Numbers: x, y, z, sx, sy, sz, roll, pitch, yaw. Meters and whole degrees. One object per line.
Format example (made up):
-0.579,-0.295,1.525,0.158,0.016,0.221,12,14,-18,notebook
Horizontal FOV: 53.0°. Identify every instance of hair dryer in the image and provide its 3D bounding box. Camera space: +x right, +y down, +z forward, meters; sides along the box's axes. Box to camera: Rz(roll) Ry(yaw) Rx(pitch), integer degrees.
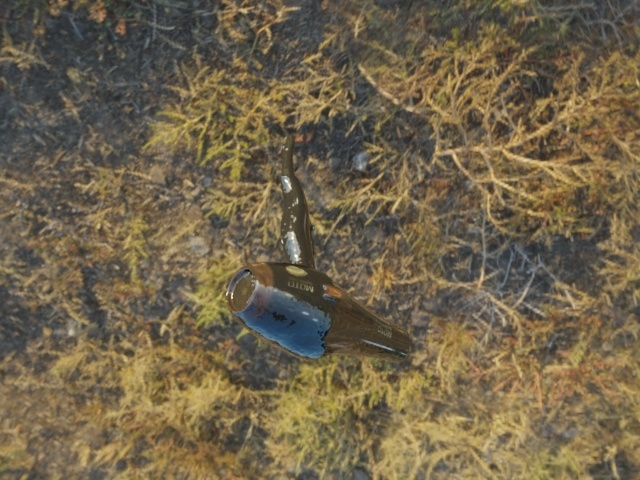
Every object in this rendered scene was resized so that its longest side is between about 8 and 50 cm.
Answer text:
0.000,0.000,0.897,0.304,0.359,0.120,19,141,-39,hair dryer
